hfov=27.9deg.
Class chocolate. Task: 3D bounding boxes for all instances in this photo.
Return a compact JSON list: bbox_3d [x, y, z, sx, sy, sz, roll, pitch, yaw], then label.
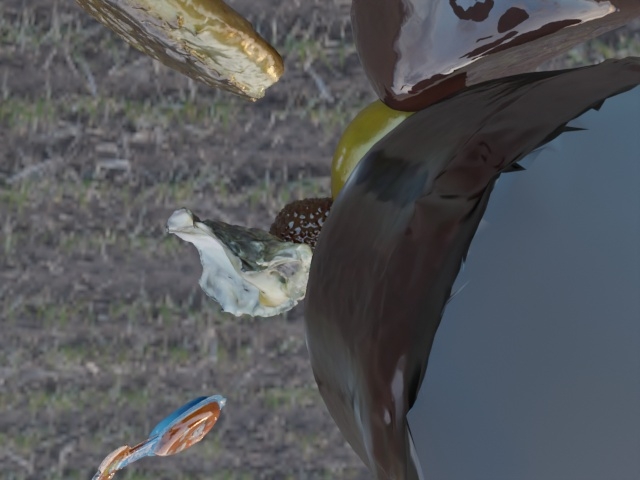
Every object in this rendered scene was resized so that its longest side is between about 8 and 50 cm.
[{"bbox_3d":[0.151,0.071,0.822,0.384,0.383,0.331,17,175,-22],"label":"chocolate"}]

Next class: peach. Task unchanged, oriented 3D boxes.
[{"bbox_3d":[0.136,-0.096,1.865,0.251,0.153,0.251,2,105,8],"label":"peach"}]

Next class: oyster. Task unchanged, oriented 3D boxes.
[{"bbox_3d":[-0.113,0.029,1.897,0.271,0.100,0.275,23,159,14],"label":"oyster"}]

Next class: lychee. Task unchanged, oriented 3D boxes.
[{"bbox_3d":[0.000,0.000,1.996,0.165,0.197,0.165,19,157,8],"label":"lychee"}]

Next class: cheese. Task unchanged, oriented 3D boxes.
[{"bbox_3d":[-0.215,0.271,1.746,0.256,0.037,0.106,-25,151,-50],"label":"cheese"}]

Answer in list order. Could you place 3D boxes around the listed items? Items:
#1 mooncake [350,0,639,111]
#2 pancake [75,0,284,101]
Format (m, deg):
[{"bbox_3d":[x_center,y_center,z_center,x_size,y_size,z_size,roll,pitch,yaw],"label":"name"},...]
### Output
[{"bbox_3d":[0.199,-0.275,1.463,0.334,0.174,0.326,-20,173,0],"label":"mooncake"},{"bbox_3d":[-0.151,-0.199,1.040,0.266,0.244,0.057,35,86,-34],"label":"pancake"}]
